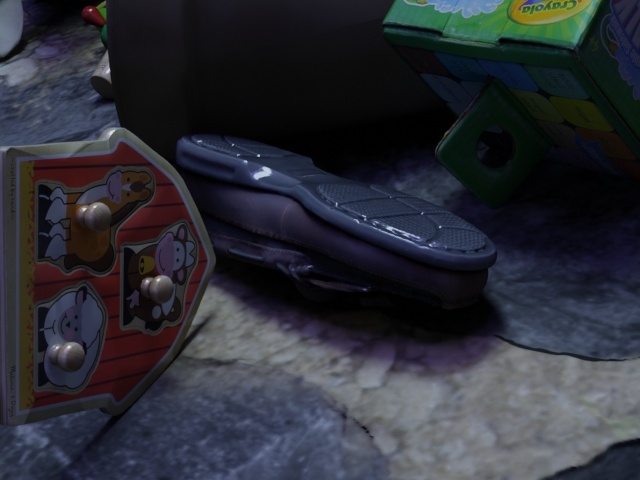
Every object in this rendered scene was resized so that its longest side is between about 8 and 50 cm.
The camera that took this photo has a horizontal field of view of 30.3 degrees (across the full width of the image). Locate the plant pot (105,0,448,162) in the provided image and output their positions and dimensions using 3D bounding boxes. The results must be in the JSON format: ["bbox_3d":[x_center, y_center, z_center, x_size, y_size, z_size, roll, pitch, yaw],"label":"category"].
[{"bbox_3d":[-0.009,-0.217,1.016,0.280,0.323,0.323,5,34,5],"label":"plant pot"}]

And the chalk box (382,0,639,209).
[{"bbox_3d":[0.184,-0.161,0.859,0.179,0.180,0.289,18,76,44],"label":"chalk box"}]

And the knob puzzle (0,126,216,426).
[{"bbox_3d":[-0.128,0.022,0.778,0.030,0.213,0.213,6,38,34],"label":"knob puzzle"}]

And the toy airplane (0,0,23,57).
[{"bbox_3d":[-0.326,-0.400,1.489,0.272,0.384,0.386,24,40,-14],"label":"toy airplane"}]

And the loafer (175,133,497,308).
[{"bbox_3d":[0.000,0.000,0.854,0.109,0.095,0.302,-4,21,-43],"label":"loafer"}]

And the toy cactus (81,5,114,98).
[{"bbox_3d":[-0.189,-0.232,1.303,0.219,0.112,0.180,14,52,27],"label":"toy cactus"}]

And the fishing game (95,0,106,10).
[{"bbox_3d":[-0.170,-0.314,1.468,0.264,0.041,0.189,-7,31,33],"label":"fishing game"}]
